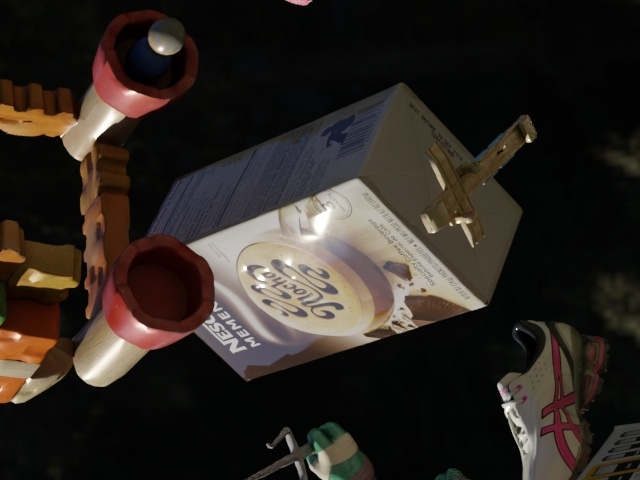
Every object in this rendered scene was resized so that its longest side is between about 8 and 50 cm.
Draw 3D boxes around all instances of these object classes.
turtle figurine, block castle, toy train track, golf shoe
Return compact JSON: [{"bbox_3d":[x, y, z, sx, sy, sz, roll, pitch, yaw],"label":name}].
[{"bbox_3d":[0.012,0.211,1.255,0.234,0.118,0.175,4,-53,-50],"label":"turtle figurine"},{"bbox_3d":[-0.313,-0.059,1.519,0.213,0.453,0.303,-44,45,51],"label":"block castle"},{"bbox_3d":[0.072,-0.030,0.843,0.083,0.014,0.048,-43,-67,-39],"label":"toy train track"},{"bbox_3d":[0.177,0.147,1.586,0.067,0.086,0.186,116,171,-50],"label":"golf shoe"}]

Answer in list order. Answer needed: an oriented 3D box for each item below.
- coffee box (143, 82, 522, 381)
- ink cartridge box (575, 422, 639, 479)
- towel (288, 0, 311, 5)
[{"bbox_3d":[0.000,0.000,1.689,0.168,0.297,0.119,44,-131,-24],"label":"coffee box"},{"bbox_3d":[0.240,0.205,1.277,0.309,0.272,0.130,-22,-78,-71],"label":"ink cartridge box"},{"bbox_3d":[-0.109,-0.151,0.945,0.144,0.197,0.029,-121,41,-66],"label":"towel"}]
